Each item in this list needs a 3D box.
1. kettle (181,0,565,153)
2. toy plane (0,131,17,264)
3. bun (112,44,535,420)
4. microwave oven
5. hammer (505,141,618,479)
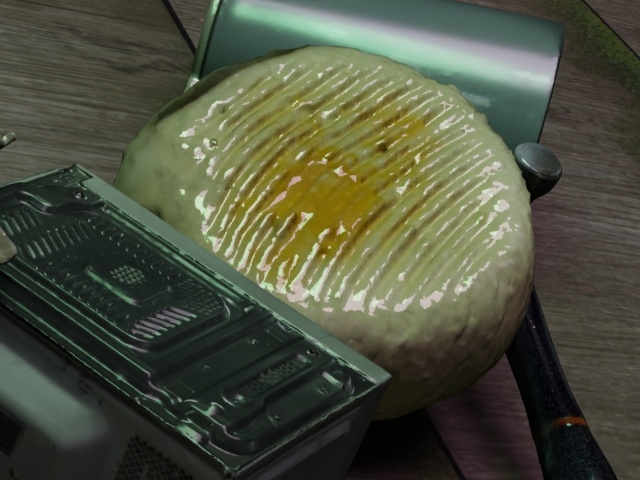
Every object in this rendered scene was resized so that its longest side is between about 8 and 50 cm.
[{"bbox_3d":[0.026,-0.084,1.264,0.243,0.160,0.210,15,55,0],"label":"kettle"},{"bbox_3d":[-0.229,0.055,0.743,0.286,0.092,0.108,-36,96,-28],"label":"toy plane"},{"bbox_3d":[0.000,0.000,1.036,0.244,0.153,0.243,11,51,-14],"label":"bun"},{"bbox_3d":[-0.098,0.071,0.869,0.208,0.122,0.162,33,27,20],"label":"microwave oven"},{"bbox_3d":[0.124,0.090,1.036,0.037,0.137,0.289,10,43,-24],"label":"hammer"}]
